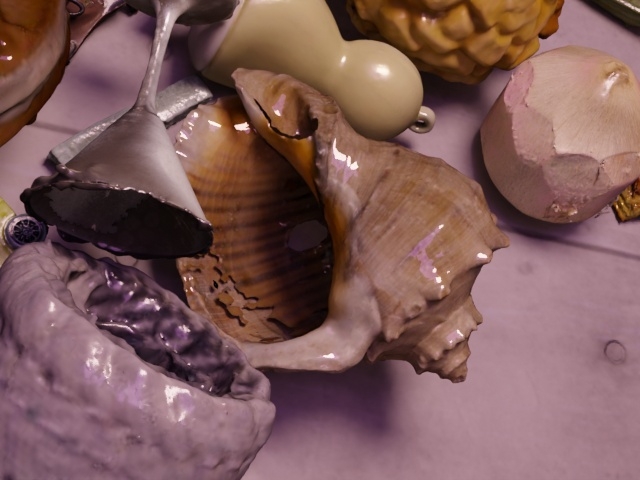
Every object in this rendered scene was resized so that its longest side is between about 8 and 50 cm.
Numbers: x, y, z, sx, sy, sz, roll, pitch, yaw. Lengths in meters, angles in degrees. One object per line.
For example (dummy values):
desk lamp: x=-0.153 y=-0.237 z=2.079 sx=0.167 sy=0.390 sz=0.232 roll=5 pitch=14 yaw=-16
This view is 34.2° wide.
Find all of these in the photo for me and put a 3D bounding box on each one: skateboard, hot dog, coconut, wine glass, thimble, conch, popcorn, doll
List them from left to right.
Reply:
skateboard: x=-0.225 y=-0.214 z=0.968 sx=0.067 sy=0.080 sz=0.151 roll=40 pitch=64 yaw=-7
thimble: x=-0.160 y=0.118 z=0.758 sx=0.245 sy=0.217 sz=0.157 roll=38 pitch=97 yaw=41
wine glass: x=-0.138 y=-0.115 z=0.836 sx=0.156 sy=0.156 sz=0.232 roll=14 pitch=69 yaw=-13
doll: x=-0.016 y=-0.182 z=1.003 sx=0.296 sy=0.141 sz=0.117 roll=24 pitch=45 yaw=-20
conch: x=0.002 y=0.007 z=0.903 sx=0.263 sy=0.186 sz=0.324 roll=-33 pitch=60 yaw=-12
popcorn: x=0.112 y=-0.311 z=1.027 sx=0.332 sy=0.225 sz=0.264 roll=25 pitch=55 yaw=-23
coconut: x=0.250 y=-0.108 z=1.027 sx=0.171 sy=0.183 sz=0.170 roll=6 pitch=66 yaw=-12
hot dog: x=0.363 y=-0.095 z=1.130 sx=0.078 sy=0.061 sz=0.169 roll=29 pitch=62 yaw=-4

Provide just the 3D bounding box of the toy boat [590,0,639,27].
toy boat: x=0.319 y=-0.329 z=1.215 sx=0.293 sy=0.055 sz=0.093 roll=39 pitch=61 yaw=1

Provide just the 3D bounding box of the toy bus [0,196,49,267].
toy bus: x=-0.302 y=-0.011 z=0.854 sx=0.175 sy=0.088 sz=0.101 roll=47 pitch=62 yaw=3

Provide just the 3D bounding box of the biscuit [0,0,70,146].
biscuit: x=-0.356 y=-0.154 z=0.820 sx=0.332 sy=0.103 sz=0.332 roll=-3 pitch=47 yaw=3

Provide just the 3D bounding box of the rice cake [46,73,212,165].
rice cake: x=-0.175 y=-0.107 z=0.970 sx=0.171 sy=0.029 sz=0.033 roll=-32 pitch=85 yaw=-27
